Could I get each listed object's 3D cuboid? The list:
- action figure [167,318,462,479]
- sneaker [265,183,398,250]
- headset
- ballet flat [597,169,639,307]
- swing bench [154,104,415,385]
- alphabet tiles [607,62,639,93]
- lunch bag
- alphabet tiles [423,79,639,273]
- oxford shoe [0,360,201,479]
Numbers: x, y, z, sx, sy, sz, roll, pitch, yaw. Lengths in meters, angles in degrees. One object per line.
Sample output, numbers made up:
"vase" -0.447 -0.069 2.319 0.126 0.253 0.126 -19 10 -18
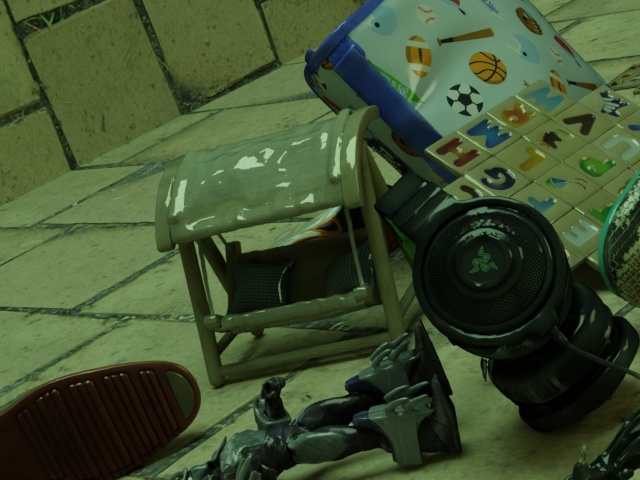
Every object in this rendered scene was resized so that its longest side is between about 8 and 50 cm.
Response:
"action figure" -0.016 0.182 1.390 0.285 0.099 0.185 -22 24 7
"sneaker" 0.000 0.000 1.993 0.262 0.099 0.121 -29 14 -35
"headset" 0.163 0.089 1.295 0.185 0.243 0.394 -46 37 -2
"ballet flat" 0.470 -0.071 1.537 0.182 0.164 0.483 -2 20 42
"swing bench" -0.034 0.003 1.715 0.253 0.254 0.165 -14 17 23
"alphabet tiles" 0.574 -0.274 2.373 0.237 0.009 0.198 -6 21 43
"lunch bag" 0.167 -0.188 1.923 0.239 0.328 0.385 -45 2 29
"alphabet tiles" 0.296 -0.073 1.700 0.285 0.011 0.342 37 48 25
"oxford shoe" -0.297 0.205 1.612 0.348 0.123 0.130 -19 10 -2
